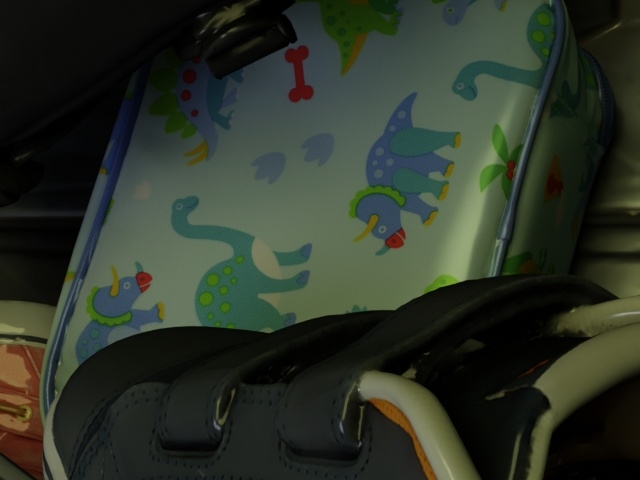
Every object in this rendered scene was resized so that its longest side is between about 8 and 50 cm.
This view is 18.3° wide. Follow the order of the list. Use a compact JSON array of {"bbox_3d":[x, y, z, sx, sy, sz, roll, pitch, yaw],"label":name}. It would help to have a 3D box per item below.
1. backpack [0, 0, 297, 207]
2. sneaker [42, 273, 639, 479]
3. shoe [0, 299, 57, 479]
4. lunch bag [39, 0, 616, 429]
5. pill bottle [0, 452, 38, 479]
[{"bbox_3d":[-0.101,-0.215,0.731,0.290,0.273,0.355,-27,21,32],"label":"backpack"},{"bbox_3d":[0.037,0.063,0.527,0.321,0.126,0.127,24,127,43],"label":"sneaker"},{"bbox_3d":[-0.179,0.070,0.788,0.178,0.063,0.081,-2,68,18],"label":"shoe"},{"bbox_3d":[0.000,0.000,0.725,0.176,0.090,0.219,10,76,24],"label":"lunch bag"},{"bbox_3d":[-0.132,0.152,0.657,0.283,0.161,0.161,33,86,16],"label":"pill bottle"}]
